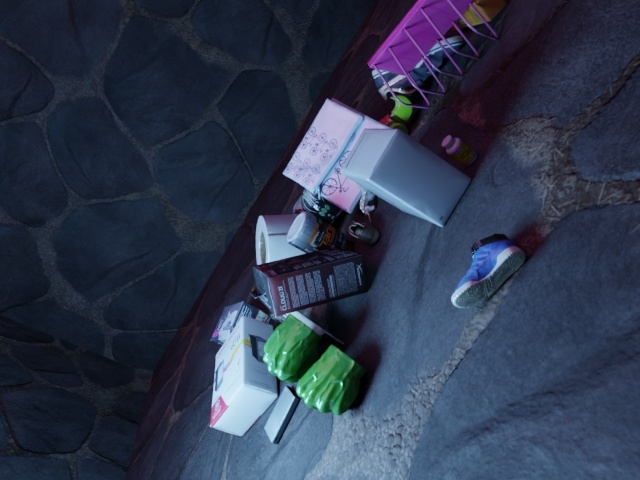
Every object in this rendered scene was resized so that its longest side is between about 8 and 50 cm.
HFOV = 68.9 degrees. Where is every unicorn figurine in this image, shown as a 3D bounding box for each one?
[{"bbox_3d":[0.154,-0.158,1.465,0.111,0.162,0.060,-34,12,-4],"label":"unicorn figurine"}]

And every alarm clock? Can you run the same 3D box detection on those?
[{"bbox_3d":[-0.145,0.249,1.695,0.129,0.064,0.192,-28,40,57],"label":"alarm clock"}]

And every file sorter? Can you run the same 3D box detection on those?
[{"bbox_3d":[0.330,-0.547,1.354,0.290,0.202,0.182,-43,68,40],"label":"file sorter"}]

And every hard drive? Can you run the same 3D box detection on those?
[{"bbox_3d":[-0.108,0.486,1.309,0.135,0.022,0.094,-62,19,-6],"label":"hard drive"}]

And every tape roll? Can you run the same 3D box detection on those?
[{"bbox_3d":[-0.125,0.031,1.643,0.246,0.168,0.247,178,90,-72],"label":"tape roll"}]

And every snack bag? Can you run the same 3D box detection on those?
[{"bbox_3d":[0.063,-0.287,1.570,0.342,0.037,0.323,37,97,33],"label":"snack bag"}]

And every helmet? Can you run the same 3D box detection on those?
[{"bbox_3d":[0.009,-0.143,1.684,0.169,0.161,0.169,-50,-2,-3],"label":"helmet"}]

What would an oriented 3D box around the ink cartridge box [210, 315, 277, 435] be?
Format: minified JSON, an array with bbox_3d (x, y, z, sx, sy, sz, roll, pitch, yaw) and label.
[{"bbox_3d":[-0.255,0.442,1.549,0.226,0.131,0.306,-54,26,23],"label":"ink cartridge box"}]

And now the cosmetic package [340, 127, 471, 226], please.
[{"bbox_3d":[0.199,-0.161,1.144,0.138,0.224,0.225,-59,19,5],"label":"cosmetic package"}]

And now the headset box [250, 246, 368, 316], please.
[{"bbox_3d":[-0.049,0.108,1.294,0.218,0.292,0.110,-166,64,-70],"label":"headset box"}]

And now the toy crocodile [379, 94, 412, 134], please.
[{"bbox_3d":[0.197,-0.334,1.590,0.341,0.105,0.115,-52,20,26],"label":"toy crocodile"}]

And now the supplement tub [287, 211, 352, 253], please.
[{"bbox_3d":[0.000,0.000,1.476,0.117,0.190,0.117,-50,22,29],"label":"supplement tub"}]

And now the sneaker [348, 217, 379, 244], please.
[{"bbox_3d":[0.116,-0.040,1.414,0.066,0.071,0.188,-66,19,5],"label":"sneaker"}]

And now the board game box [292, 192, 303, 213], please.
[{"bbox_3d":[-0.074,-0.155,2.135,0.136,0.035,0.201,-54,20,19],"label":"board game box"}]

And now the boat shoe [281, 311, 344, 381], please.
[{"bbox_3d":[-0.068,0.292,1.317,0.158,0.127,0.340,-56,19,-8],"label":"boat shoe"}]

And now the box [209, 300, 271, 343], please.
[{"bbox_3d":[-0.324,0.354,1.871,0.247,0.142,0.164,-26,39,60],"label":"box"}]

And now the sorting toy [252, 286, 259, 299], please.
[{"bbox_3d":[-0.282,0.230,2.099,0.102,0.042,0.061,-25,40,59],"label":"sorting toy"}]

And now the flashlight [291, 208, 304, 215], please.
[{"bbox_3d":[-0.029,-0.150,1.912,0.304,0.103,0.103,-43,28,38],"label":"flashlight"}]

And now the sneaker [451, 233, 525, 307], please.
[{"bbox_3d":[0.291,0.051,0.852,0.152,0.058,0.085,-49,27,20],"label":"sneaker"}]

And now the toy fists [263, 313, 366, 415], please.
[{"bbox_3d":[-0.024,0.299,1.107,0.279,0.096,0.142,30,75,35],"label":"toy fists"}]

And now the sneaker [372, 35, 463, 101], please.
[{"bbox_3d":[0.337,-0.572,1.576,0.320,0.128,0.126,-13,11,36],"label":"sneaker"}]

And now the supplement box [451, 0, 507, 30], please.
[{"bbox_3d":[0.476,-0.724,1.465,0.080,0.078,0.233,-46,20,6],"label":"supplement box"}]

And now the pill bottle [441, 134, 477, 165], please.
[{"bbox_3d":[0.329,-0.214,1.108,0.043,0.083,0.043,-51,21,28],"label":"pill bottle"}]
